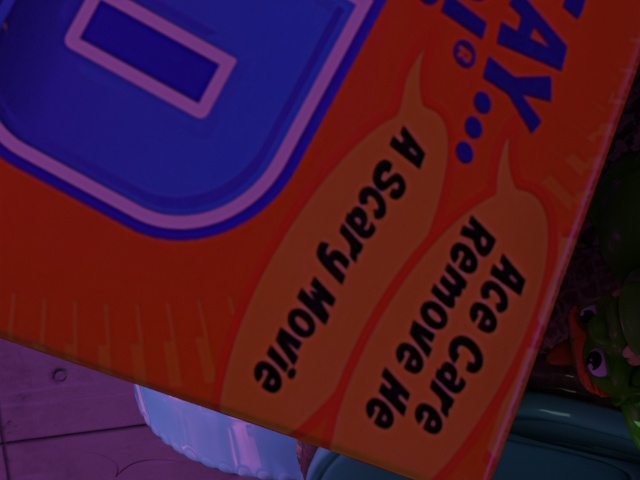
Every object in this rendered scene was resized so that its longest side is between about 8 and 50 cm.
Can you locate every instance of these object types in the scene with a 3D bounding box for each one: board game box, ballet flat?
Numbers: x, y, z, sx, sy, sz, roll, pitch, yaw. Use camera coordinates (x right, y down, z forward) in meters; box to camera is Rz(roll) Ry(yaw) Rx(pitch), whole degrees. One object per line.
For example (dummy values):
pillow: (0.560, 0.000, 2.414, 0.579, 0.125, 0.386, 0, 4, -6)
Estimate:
board game box: (-0.081, -0.157, 0.641, 0.356, 0.356, 0.357, 178, 111, -84)
ballet flat: (0.101, 0.034, 0.836, 0.483, 0.164, 0.182, 124, 161, -73)

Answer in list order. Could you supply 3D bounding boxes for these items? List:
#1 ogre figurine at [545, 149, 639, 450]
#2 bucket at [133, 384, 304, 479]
ogre figurine: (0.133, 0.027, 0.523, 0.118, 0.097, 0.197, -27, 77, 38)
bucket: (0.000, 0.000, 1.110, 0.281, 0.281, 0.183, -107, 10, -61)
